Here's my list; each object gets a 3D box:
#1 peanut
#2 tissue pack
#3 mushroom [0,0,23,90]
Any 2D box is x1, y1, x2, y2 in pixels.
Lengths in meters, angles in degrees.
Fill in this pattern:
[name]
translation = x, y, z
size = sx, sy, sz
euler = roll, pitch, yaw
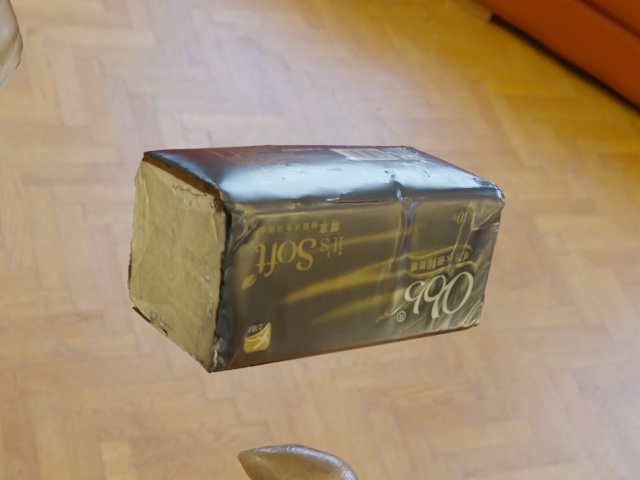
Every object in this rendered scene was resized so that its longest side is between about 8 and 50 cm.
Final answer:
[peanut]
translation = -0.024, 0.265, 1.152
size = 0.152, 0.076, 0.076
euler = 20, 43, 18
[tissue pack]
translation = 0.000, 0.000, 1.126
size = 0.370, 0.198, 0.210
euler = -5, 18, -34
[mushroom]
translation = -0.343, -0.204, 0.633
size = 0.224, 0.314, 0.397
euler = 33, 23, 19
